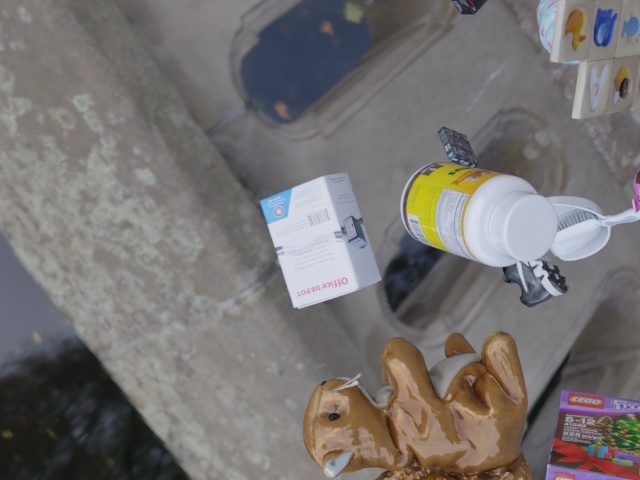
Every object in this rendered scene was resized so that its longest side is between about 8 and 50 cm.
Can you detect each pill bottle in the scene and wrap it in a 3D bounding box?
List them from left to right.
[{"bbox_3d":[0.204,-0.034,1.303,0.215,0.117,0.117,21,139,60],"label":"pill bottle"}]

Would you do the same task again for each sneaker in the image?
[{"bbox_3d":[0.380,0.029,1.923,0.106,0.078,0.234,-42,50,29],"label":"sneaker"}]

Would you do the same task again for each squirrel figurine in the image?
[{"bbox_3d":[0.166,0.371,1.796,0.281,0.370,0.397,-175,70,-76],"label":"squirrel figurine"}]

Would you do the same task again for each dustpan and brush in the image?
[{"bbox_3d":[0.466,-0.031,1.734,0.211,0.060,0.147,-23,123,31],"label":"dustpan and brush"}]

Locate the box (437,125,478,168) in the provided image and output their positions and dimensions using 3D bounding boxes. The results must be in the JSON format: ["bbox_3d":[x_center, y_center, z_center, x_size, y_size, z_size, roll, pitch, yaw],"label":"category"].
[{"bbox_3d":[0.273,-0.183,1.998,0.018,0.067,0.083,-46,44,34],"label":"box"}]

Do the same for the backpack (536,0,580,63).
[{"bbox_3d":[0.412,-0.330,1.484,0.182,0.115,0.152,-2,132,3],"label":"backpack"}]

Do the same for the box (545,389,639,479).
[{"bbox_3d":[0.384,0.233,1.026,0.293,0.201,0.057,7,105,15],"label":"box"}]

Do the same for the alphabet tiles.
[{"bbox_3d":[0.312,-0.293,0.981,0.011,0.285,0.342,18,112,39],"label":"alphabet tiles"}]

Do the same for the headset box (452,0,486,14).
[{"bbox_3d":[0.197,-0.337,1.277,0.062,0.083,0.032,49,168,-28],"label":"headset box"}]

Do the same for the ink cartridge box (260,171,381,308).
[{"bbox_3d":[0.000,0.000,1.657,0.140,0.082,0.190,-19,89,35],"label":"ink cartridge box"}]

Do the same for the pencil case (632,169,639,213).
[{"bbox_3d":[0.508,-0.078,1.297,0.209,0.098,0.095,-21,85,53],"label":"pencil case"}]
